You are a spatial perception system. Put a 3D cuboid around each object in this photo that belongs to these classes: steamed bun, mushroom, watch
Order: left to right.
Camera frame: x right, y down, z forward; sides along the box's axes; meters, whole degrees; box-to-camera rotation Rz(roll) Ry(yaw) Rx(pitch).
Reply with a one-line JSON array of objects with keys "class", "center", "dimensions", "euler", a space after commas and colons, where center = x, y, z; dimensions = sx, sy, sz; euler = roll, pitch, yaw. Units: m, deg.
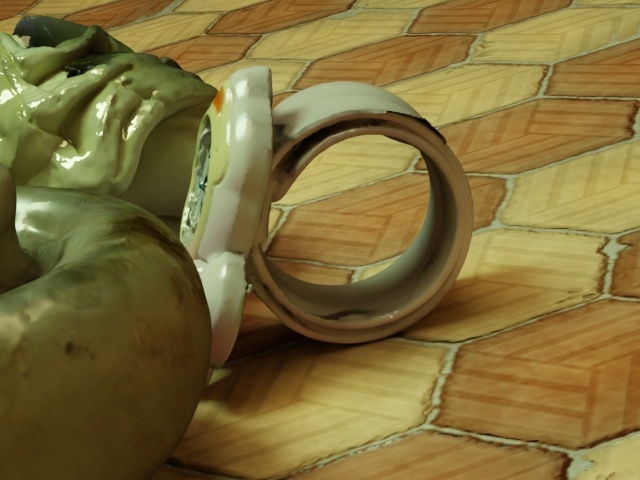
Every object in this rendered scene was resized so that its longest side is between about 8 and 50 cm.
[{"class": "mushroom", "center": [-0.257, 0.057, 1.277], "dimensions": [0.362, 0.294, 0.362], "euler": [-11, 20, 4]}, {"class": "steamed bun", "center": [-0.208, -0.087, 1.661], "dimensions": [0.320, 0.206, 0.275], "euler": [15, -3, -41]}, {"class": "watch", "center": [0.000, 0.000, 1.488], "dimensions": [0.218, 0.248, 0.211], "euler": [11, 13, -12]}]
